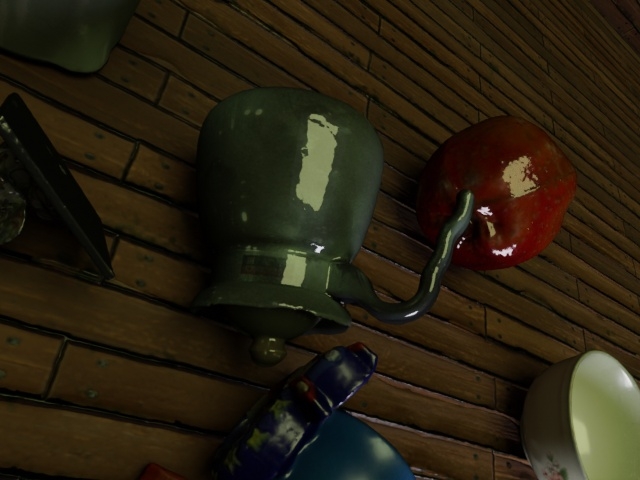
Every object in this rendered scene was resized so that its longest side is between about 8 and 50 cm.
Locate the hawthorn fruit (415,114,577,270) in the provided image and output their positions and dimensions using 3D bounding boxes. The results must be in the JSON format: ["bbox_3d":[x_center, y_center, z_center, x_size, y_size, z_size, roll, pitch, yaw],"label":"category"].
[{"bbox_3d":[0.277,-0.066,0.792,0.254,0.254,0.300,58,37,-2],"label":"hawthorn fruit"}]

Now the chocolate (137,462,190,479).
[{"bbox_3d":[-0.113,0.359,0.409,0.235,0.108,0.237,45,49,-15],"label":"chocolate"}]

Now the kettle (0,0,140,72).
[{"bbox_3d":[-0.270,-0.406,0.436,0.250,0.376,0.361,-40,97,-41],"label":"kettle"}]

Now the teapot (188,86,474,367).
[{"bbox_3d":[-0.008,0.006,0.559,0.305,0.223,0.285,9,73,-6],"label":"teapot"}]

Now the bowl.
[{"bbox_3d":[0.443,0.337,0.822,0.277,0.145,0.277,17,60,-32],"label":"bowl"}]

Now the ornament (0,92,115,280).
[{"bbox_3d":[-0.317,-0.015,0.421,0.196,0.166,0.153,-28,121,-14],"label":"ornament"}]

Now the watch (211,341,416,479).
[{"bbox_3d":[0.006,0.240,0.499,0.200,0.196,0.171,49,59,-1],"label":"watch"}]
